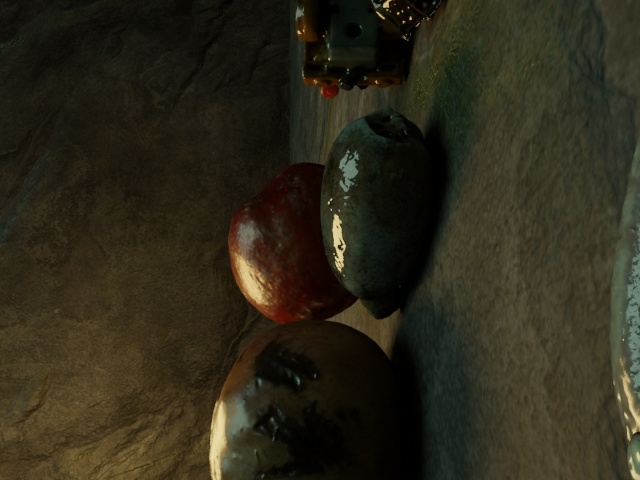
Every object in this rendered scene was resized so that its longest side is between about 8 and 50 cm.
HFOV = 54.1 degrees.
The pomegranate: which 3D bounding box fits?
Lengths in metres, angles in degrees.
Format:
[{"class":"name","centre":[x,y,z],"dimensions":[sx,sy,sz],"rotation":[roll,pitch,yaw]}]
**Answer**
[{"class":"pomegranate","centre":[-0.018,0.275,0.906],"dimensions":[0.322,0.323,0.321],"rotation":[-178,90,-82]}]

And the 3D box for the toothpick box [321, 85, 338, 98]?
[{"class":"toothpick box","centre":[0.021,-0.410,1.653],"dimensions":[0.083,0.047,0.047],"rotation":[-100,14,-54]}]

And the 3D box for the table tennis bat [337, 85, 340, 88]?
[{"class":"table tennis bat","centre":[0.053,-0.470,1.473],"dimensions":[0.329,0.044,0.215],"rotation":[-114,26,-69]}]

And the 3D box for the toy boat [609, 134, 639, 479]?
[{"class":"toy boat","centre":[0.171,0.022,0.263],"dimensions":[0.155,0.085,0.227],"rotation":[174,99,-81]}]

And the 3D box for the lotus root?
[{"class":"lotus root","centre":[0.067,-0.019,0.856],"dimensions":[0.158,0.140,0.322],"rotation":[-99,11,-54]}]

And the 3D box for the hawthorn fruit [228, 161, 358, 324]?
[{"class":"hawthorn fruit","centre":[-0.031,0.011,1.125],"dimensions":[0.284,0.285,0.284],"rotation":[-178,90,-82]}]

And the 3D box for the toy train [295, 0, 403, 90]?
[{"class":"toy train","centre":[0.055,-0.412,1.006],"dimensions":[0.231,0.163,0.368],"rotation":[47,-136,-83]}]

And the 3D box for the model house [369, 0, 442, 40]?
[{"class":"model house","centre":[0.119,-0.364,0.795],"dimensions":[0.165,0.106,0.152],"rotation":[57,160,-4]}]
